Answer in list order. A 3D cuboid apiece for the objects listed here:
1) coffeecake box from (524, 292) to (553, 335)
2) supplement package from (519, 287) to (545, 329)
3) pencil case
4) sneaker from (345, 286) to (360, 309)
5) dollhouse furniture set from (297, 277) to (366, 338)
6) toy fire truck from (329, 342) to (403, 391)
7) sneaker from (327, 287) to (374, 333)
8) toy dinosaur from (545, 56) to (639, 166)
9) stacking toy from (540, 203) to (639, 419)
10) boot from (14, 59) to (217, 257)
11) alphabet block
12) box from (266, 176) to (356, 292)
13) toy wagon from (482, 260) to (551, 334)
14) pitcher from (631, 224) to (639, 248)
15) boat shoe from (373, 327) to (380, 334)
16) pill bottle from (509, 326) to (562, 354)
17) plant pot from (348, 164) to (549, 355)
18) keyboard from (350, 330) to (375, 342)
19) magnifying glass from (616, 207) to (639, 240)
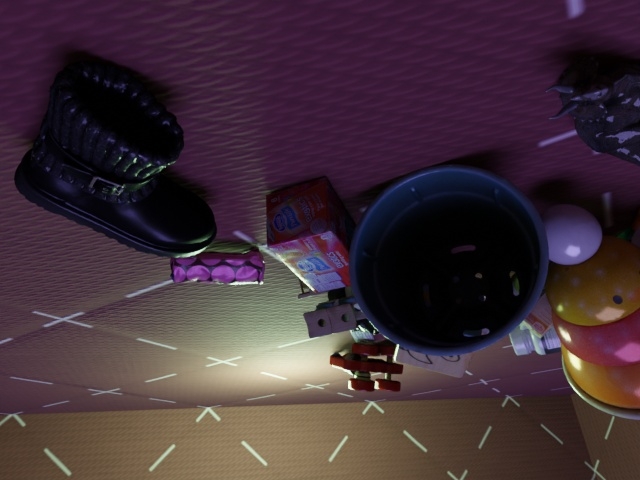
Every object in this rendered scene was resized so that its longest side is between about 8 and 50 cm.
[{"bbox_3d":[0.622,0.167,1.286,0.185,0.068,0.142,-48,154,5],"label":"coffeecake box"},{"bbox_3d":[0.657,0.189,1.462,0.105,0.105,0.179,-9,152,7],"label":"supplement package"},{"bbox_3d":[-0.228,0.054,1.088,0.210,0.095,0.098,1,135,-15],"label":"pencil case"},{"bbox_3d":[0.197,0.159,1.346,0.151,0.094,0.256,-25,148,26],"label":"sneaker"},{"bbox_3d":[0.028,0.131,1.220,0.129,0.183,0.129,-15,180,19],"label":"dollhouse furniture set"},{"bbox_3d":[0.167,0.490,1.907,0.302,0.169,0.254,12,168,-31],"label":"toy fire truck"},{"bbox_3d":[0.066,0.210,1.416,0.130,0.108,0.286,-5,149,21],"label":"sneaker"},{"bbox_3d":[0.455,-0.197,0.738,0.161,0.120,0.314,-9,158,34],"label":"toy dinosaur"},{"bbox_3d":[0.590,0.113,1.017,0.351,0.350,0.480,-29,117,37],"label":"stacking toy"},{"bbox_3d":[-0.263,-0.098,0.750,0.348,0.131,0.260,21,142,-39],"label":"boot"},{"bbox_3d":[0.307,0.209,1.262,0.193,0.193,0.197,13,138,13],"label":"alphabet block"},{"bbox_3d":[0.000,0.000,0.983,0.128,0.122,0.257,-14,150,16],"label":"box"},{"bbox_3d":[0.537,0.103,1.228,0.267,0.068,0.344,-6,133,-53],"label":"toy wagon"},{"bbox_3d":[0.809,-0.048,1.048,0.207,0.125,0.177,-3,121,-11],"label":"pitcher"},{"bbox_3d":[0.179,0.270,1.574,0.184,0.066,0.066,-3,152,-5],"label":"boat shoe"},{"bbox_3d":[0.779,0.288,1.608,0.284,0.161,0.161,-18,149,22],"label":"pill bottle"},{"bbox_3d":[0.276,0.068,0.980,0.342,0.340,0.334,-17,158,21],"label":"plant pot"},{"bbox_3d":[0.145,0.329,1.736,0.072,0.014,0.256,-10,151,9],"label":"keyboard"},{"bbox_3d":[0.766,-0.021,1.176,0.092,0.026,0.231,-14,150,17],"label":"magnifying glass"}]
